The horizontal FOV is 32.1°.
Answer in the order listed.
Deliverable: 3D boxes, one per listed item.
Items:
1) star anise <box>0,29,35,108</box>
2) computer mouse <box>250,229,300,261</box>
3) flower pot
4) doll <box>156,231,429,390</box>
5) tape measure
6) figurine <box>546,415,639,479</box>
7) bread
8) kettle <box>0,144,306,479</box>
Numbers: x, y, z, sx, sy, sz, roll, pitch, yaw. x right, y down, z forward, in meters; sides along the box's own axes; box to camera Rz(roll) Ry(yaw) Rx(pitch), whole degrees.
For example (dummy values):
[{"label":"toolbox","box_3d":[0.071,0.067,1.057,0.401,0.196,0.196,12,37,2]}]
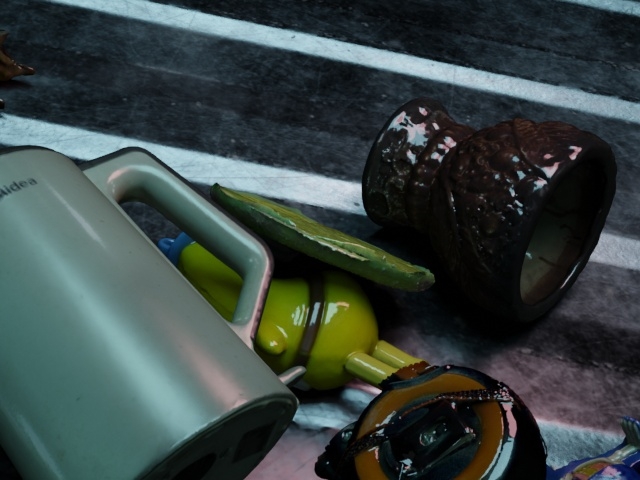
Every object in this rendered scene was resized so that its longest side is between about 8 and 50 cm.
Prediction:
[{"label":"star anise","box_3d":[-0.561,-0.274,1.612,0.288,0.088,0.288,21,32,-14]},{"label":"computer mouse","box_3d":[-0.072,-0.005,1.487,0.096,0.039,0.066,35,42,-4]},{"label":"flower pot","box_3d":[0.213,-0.061,1.481,0.267,0.266,0.267,28,41,30]},{"label":"doll","box_3d":[-0.047,0.081,1.311,0.363,0.145,0.199,28,16,20]},{"label":"tape measure","box_3d":[0.119,0.232,1.141,0.223,0.135,0.202,-37,41,0]},{"label":"figurine","box_3d":[0.271,0.298,1.191,0.262,0.120,0.164,-15,34,-6]},{"label":"bread","box_3d":[0.004,0.002,1.352,0.301,0.045,0.301,22,2,-1]},{"label":"kettle","box_3d":[-0.197,0.079,1.132,0.361,0.250,0.376,-31,67,-31]}]
